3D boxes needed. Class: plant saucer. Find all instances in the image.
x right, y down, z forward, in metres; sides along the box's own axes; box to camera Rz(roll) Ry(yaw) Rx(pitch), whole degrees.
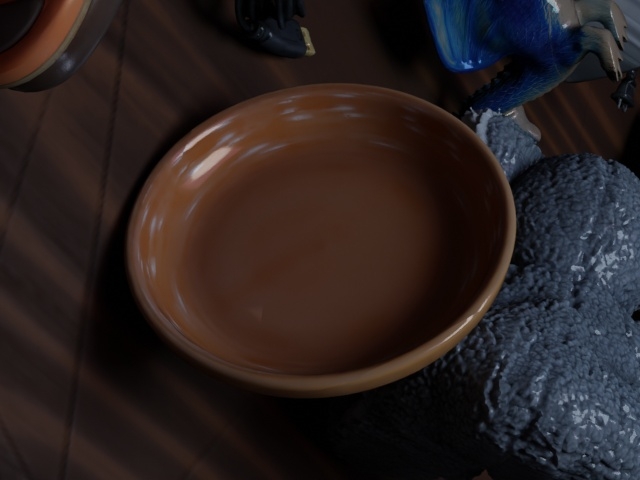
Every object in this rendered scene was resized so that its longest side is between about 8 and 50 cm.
[{"bbox_3d":[0.000,0.000,0.661,0.037,0.200,0.200,80,26,-51],"label":"plant saucer"}]

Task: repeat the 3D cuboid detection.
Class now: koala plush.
[{"bbox_3d":[0.132,0.041,0.732,0.203,0.196,0.221,101,13,-69],"label":"koala plush"}]

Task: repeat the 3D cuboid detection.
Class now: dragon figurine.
[{"bbox_3d":[0.117,-0.164,0.864,0.289,0.144,0.085,61,32,-33],"label":"dragon figurine"}]

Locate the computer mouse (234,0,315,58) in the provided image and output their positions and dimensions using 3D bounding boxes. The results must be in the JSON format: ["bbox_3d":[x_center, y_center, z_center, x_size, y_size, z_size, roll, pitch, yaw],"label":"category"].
[{"bbox_3d":[0.029,-0.199,0.796,0.262,0.060,0.184,-23,129,-69],"label":"computer mouse"}]

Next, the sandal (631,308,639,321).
[{"bbox_3d":[0.163,0.038,0.919,0.303,0.120,0.086,27,76,-47],"label":"sandal"}]

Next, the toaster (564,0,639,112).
[{"bbox_3d":[0.194,-0.224,0.998,0.146,0.129,0.226,18,71,-45],"label":"toaster"}]

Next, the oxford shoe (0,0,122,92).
[{"bbox_3d":[-0.081,-0.208,0.640,0.133,0.130,0.363,46,49,-45],"label":"oxford shoe"}]
